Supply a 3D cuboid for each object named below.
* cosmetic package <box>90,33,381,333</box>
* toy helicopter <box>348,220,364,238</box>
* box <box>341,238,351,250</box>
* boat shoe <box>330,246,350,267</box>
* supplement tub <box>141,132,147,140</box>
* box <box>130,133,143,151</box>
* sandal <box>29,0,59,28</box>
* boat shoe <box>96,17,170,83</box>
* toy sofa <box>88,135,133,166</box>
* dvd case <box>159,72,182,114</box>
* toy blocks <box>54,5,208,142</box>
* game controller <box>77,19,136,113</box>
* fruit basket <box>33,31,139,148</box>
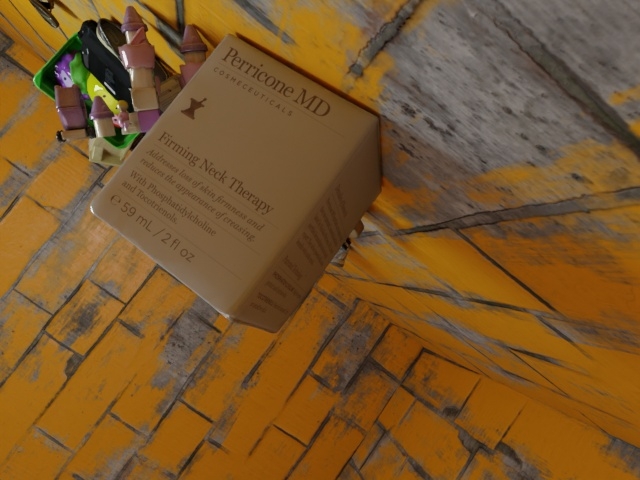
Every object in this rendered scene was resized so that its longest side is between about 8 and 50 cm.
[{"bbox_3d":[-0.125,-0.084,0.937,0.329,0.394,0.327,34,172,15],"label":"cosmetic package"},{"bbox_3d":[-0.032,-0.126,1.261,0.355,0.140,0.235,40,170,-7],"label":"toy helicopter"},{"bbox_3d":[0.008,-0.055,1.828,0.190,0.045,0.184,32,169,31],"label":"box"},{"bbox_3d":[-0.001,0.000,2.064,0.118,0.103,0.320,17,-166,-45],"label":"boat shoe"},{"bbox_3d":[-0.531,-0.353,1.790,0.207,0.207,0.338,40,171,-28],"label":"supplement tub"},{"bbox_3d":[-0.882,-0.535,2.304,0.381,0.191,0.143,42,170,-33],"label":"box"},{"bbox_3d":[-0.858,-0.737,1.507,0.219,0.060,0.090,48,173,27],"label":"sandal"},{"bbox_3d":[-0.497,-0.491,1.295,0.223,0.080,0.073,43,176,-15],"label":"boat shoe"},{"bbox_3d":[-0.868,-0.485,2.083,0.150,0.177,0.362,6,151,-37],"label":"toy sofa"},{"bbox_3d":[-0.325,-0.328,1.279,0.238,0.179,0.030,36,129,-5],"label":"dvd case"},{"bbox_3d":[-0.390,-0.359,1.027,0.288,0.308,0.260,-143,44,-68],"label":"toy blocks"},{"bbox_3d":[-0.603,-0.496,1.437,0.319,0.067,0.166,45,147,15],"label":"game controller"},{"bbox_3d":[-0.734,-0.506,1.677,0.392,0.283,0.392,47,-174,-6],"label":"fruit basket"}]
